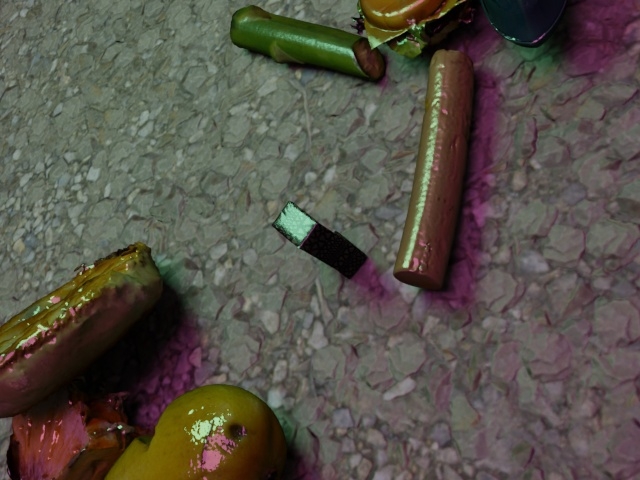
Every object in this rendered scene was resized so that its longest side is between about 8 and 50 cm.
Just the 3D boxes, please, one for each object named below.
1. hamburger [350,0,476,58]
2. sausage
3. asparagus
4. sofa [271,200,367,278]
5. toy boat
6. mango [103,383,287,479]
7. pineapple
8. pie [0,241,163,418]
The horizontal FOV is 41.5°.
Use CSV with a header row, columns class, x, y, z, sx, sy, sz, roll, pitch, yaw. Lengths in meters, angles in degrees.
class,x,y,z,sx,sy,sz,roll,pitch,yaw
hamburger,0.125,-0.311,1.081,0.164,0.093,0.189,-10,61,31
sausage,0.137,-0.089,0.983,0.066,0.066,0.301,0,68,33
asparagus,-0.024,-0.278,1.181,0.278,0.060,0.067,21,70,37
sofa,0.000,0.000,0.992,0.060,0.118,0.039,37,93,38
toy boat,0.237,-0.344,1.006,0.114,0.122,0.296,-17,58,27
mango,-0.154,0.267,0.957,0.262,0.130,0.167,-40,47,16
pineapple,-0.321,0.269,1.088,0.236,0.114,0.186,-1,67,43
pie,-0.345,0.118,1.100,0.315,0.092,0.315,-31,16,10
